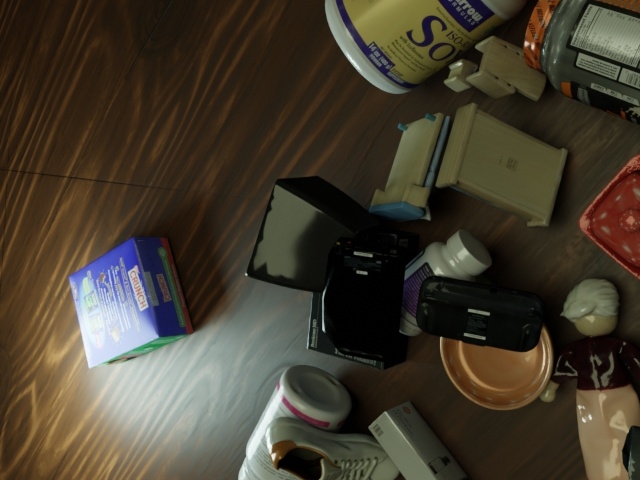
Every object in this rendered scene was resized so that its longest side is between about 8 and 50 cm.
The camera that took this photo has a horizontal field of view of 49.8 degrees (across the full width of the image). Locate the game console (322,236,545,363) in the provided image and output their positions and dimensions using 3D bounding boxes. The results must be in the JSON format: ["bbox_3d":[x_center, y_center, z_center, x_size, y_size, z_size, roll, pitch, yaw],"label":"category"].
[{"bbox_3d":[0.178,0.120,1.141,0.361,0.044,0.213,10,118,14],"label":"game console"}]

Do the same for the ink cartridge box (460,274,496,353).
[{"bbox_3d":[0.279,0.129,1.248,0.209,0.062,0.109,44,116,27],"label":"ink cartridge box"}]

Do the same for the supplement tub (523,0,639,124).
[{"bbox_3d":[0.471,-0.271,0.998,0.316,0.193,0.194,34,112,32],"label":"supplement tub"}]

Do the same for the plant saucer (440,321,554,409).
[{"bbox_3d":[0.301,0.186,1.172,0.199,0.037,0.200,3,95,36],"label":"plant saucer"}]

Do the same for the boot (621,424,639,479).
[{"bbox_3d":[0.630,0.300,0.889,0.444,0.146,0.367,6,97,27],"label":"boot"}]

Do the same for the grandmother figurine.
[{"bbox_3d":[0.451,0.232,1.105,0.207,0.104,0.343,-8,84,30],"label":"grandmother figurine"}]

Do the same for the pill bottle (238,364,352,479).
[{"bbox_3d":[-0.061,0.420,1.463,0.160,0.160,0.283,39,114,29],"label":"pill bottle"}]

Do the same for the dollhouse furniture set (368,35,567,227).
[{"bbox_3d":[0.262,-0.157,1.247,0.303,0.198,0.287,-7,64,67],"label":"dollhouse furniture set"}]

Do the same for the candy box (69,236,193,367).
[{"bbox_3d":[-0.505,0.166,1.816,0.317,0.122,0.268,-25,76,37],"label":"candy box"}]

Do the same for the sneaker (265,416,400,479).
[{"bbox_3d":[0.030,0.436,1.324,0.123,0.290,0.106,-107,37,-64],"label":"sneaker"}]

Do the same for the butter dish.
[{"bbox_3d":[0.483,-0.031,1.048,0.160,0.118,0.160,47,119,25],"label":"butter dish"}]

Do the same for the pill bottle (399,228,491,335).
[{"bbox_3d":[0.199,0.071,1.197,0.193,0.108,0.108,-45,66,29],"label":"pill bottle"}]

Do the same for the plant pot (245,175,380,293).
[{"bbox_3d":[0.000,0.000,1.265,0.166,0.188,0.188,24,106,21],"label":"plant pot"}]

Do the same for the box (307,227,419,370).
[{"bbox_3d":[0.083,0.103,1.372,0.184,0.103,0.261,10,98,33],"label":"box"}]

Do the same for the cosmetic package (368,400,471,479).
[{"bbox_3d":[0.203,0.422,1.301,0.239,0.098,0.060,51,117,23],"label":"cosmetic package"}]

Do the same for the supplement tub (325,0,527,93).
[{"bbox_3d":[0.197,-0.431,1.169,0.331,0.241,0.241,-32,74,35],"label":"supplement tub"}]
